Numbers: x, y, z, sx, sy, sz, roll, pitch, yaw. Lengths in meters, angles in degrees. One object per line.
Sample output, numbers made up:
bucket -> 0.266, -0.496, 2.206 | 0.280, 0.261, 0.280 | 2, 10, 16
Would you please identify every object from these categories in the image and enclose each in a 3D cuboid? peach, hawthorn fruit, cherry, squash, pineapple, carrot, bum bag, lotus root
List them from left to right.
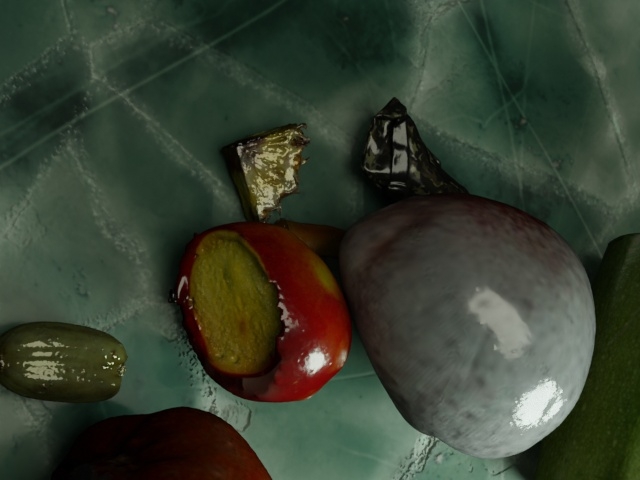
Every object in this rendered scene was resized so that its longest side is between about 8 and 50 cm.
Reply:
lotus root -> -0.305, 0.136, 1.573 | 0.183, 0.077, 0.090 | 7, 87, -32
hawthorn fruit -> -0.165, 0.326, 1.537 | 0.311, 0.295, 0.295 | 23, 75, -41
peach -> -0.073, 0.082, 1.651 | 0.196, 0.190, 0.226 | -49, 117, -10
pineapple -> -0.072, -0.091, 1.733 | 0.116, 0.069, 0.137 | 24, 76, -27
carrot -> 0.000, 0.000, 1.781 | 0.139, 0.048, 0.048 | 5, 84, -40
bum bag -> 0.133, -0.071, 1.850 | 0.102, 0.069, 0.248 | -43, 116, -3
cherry -> 0.182, 0.104, 1.726 | 0.335, 0.291, 0.326 | 20, 56, -48
squash -> 0.461, 0.211, 1.916 | 0.263, 0.263, 0.384 | 28, 74, -26
